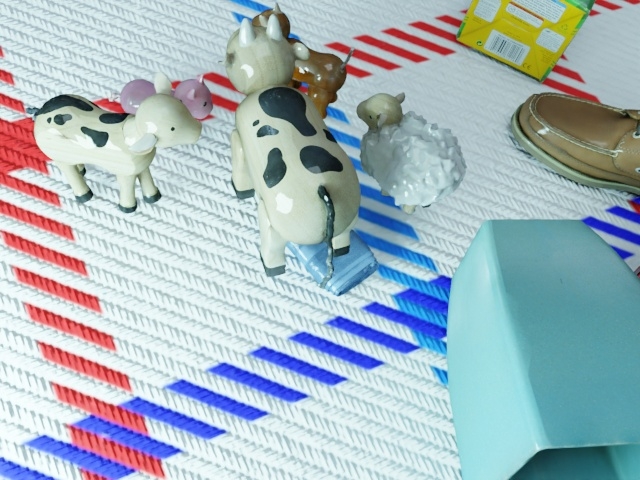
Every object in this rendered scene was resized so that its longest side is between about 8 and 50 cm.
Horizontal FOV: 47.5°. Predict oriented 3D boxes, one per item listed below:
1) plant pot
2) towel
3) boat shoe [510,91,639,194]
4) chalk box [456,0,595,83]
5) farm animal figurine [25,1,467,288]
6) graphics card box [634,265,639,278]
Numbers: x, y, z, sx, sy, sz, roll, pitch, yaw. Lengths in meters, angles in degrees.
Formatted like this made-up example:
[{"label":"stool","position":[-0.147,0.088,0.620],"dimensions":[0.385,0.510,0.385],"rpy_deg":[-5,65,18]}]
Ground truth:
[{"label":"plant pot","position":[0.209,0.103,0.665],"dimensions":[0.166,0.165,0.234],"rpy_deg":[0,53,-11]},{"label":"towel","position":[0.000,0.000,0.750],"dimensions":[0.067,0.029,0.119],"rpy_deg":[-33,73,-26]},{"label":"boat shoe","position":[0.381,-0.113,0.846],"dimensions":[0.307,0.104,0.110],"rpy_deg":[22,60,2]},{"label":"chalk box","position":[0.289,-0.338,0.938],"dimensions":[0.132,0.132,0.213],"rpy_deg":[28,60,4]},{"label":"farm animal figurine","position":[-0.072,-0.108,0.685],"dimensions":[0.330,0.172,0.327],"rpy_deg":[-31,62,-23]},{"label":"graphics card box","position":[0.520,-0.017,0.747],"dimensions":[0.371,0.232,0.094],"rpy_deg":[-16,62,-20]}]
